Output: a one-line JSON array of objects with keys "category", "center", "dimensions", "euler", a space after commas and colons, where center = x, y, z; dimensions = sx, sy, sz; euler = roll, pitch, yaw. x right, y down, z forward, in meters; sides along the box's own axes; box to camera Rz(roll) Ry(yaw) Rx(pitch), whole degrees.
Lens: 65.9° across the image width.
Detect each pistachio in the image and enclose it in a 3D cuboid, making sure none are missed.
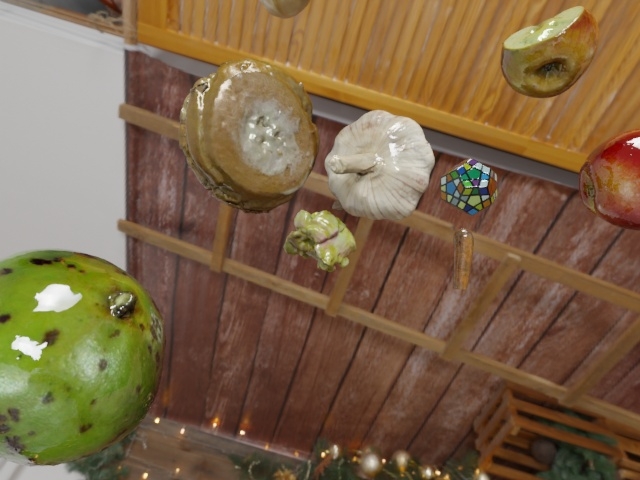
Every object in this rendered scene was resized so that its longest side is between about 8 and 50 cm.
[{"category": "pistachio", "center": [-0.070, -0.493, 0.892], "dimensions": [0.200, 0.117, 0.145], "euler": [72, -168, -71]}]

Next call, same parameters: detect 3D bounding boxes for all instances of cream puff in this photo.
[{"category": "cream puff", "center": [-0.077, -0.112, 0.538], "dimensions": [0.115, 0.150, 0.165], "euler": [15, 100, 61]}]

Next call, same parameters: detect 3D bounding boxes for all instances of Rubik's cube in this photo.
[{"category": "Rubik's cube", "center": [0.336, -0.121, 1.121], "dimensions": [0.133, 0.112, 0.133], "euler": [22, 116, 56]}]

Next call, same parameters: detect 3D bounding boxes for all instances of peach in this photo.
[{"category": "peach", "center": [0.682, -0.129, 1.040], "dimensions": [0.199, 0.244, 0.243], "euler": [65, -149, -44]}]

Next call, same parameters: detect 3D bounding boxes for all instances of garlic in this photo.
[{"category": "garlic", "center": [0.070, -0.132, 0.823], "dimensions": [0.226, 0.199, 0.199], "euler": [0, -70, -58]}]

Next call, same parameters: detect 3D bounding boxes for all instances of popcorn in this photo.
[{"category": "popcorn", "center": [0.002, 0.000, 0.794], "dimensions": [0.097, 0.109, 0.089], "euler": [14, 84, 65]}]

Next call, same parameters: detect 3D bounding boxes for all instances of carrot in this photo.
[{"category": "carrot", "center": [0.215, 0.028, 0.749], "dimensions": [0.032, 0.032, 0.093], "euler": [121, 153, -87]}]

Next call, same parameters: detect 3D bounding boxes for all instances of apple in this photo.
[{"category": "apple", "center": [0.489, -0.400, 1.057], "dimensions": [0.160, 0.195, 0.173], "euler": [46, -137, -41]}]

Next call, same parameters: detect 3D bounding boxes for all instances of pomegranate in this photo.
[{"category": "pomegranate", "center": [-0.275, 0.122, 0.489], "dimensions": [0.263, 0.211, 0.211], "euler": [-32, 13, 14]}]

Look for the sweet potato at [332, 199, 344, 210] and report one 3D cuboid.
[{"category": "sweet potato", "center": [0.086, -0.074, 0.989], "dimensions": [0.214, 0.050, 0.050], "euler": [11, 84, 53]}]
